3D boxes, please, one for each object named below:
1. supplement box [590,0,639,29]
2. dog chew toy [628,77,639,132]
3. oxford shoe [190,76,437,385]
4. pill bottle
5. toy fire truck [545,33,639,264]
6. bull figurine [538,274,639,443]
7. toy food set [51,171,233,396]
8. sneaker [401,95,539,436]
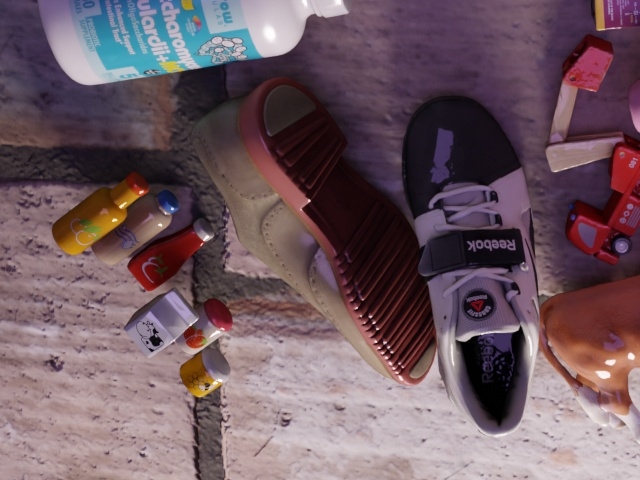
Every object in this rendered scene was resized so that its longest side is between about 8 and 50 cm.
[{"bbox_3d":[0.287,-0.220,1.165,0.083,0.055,0.043,-4,113,10],"label":"supplement box"},{"bbox_3d":[0.429,-0.147,1.091,0.331,0.206,0.207,-11,110,23],"label":"dog chew toy"},{"bbox_3d":[0.000,0.000,1.280,0.130,0.123,0.348,-13,115,42],"label":"oxford shoe"},{"bbox_3d":[-0.109,-0.229,1.163,0.264,0.146,0.146,-8,111,11],"label":"pill bottle"},{"bbox_3d":[0.265,-0.083,1.227,0.135,0.047,0.192,24,114,-2],"label":"toy fire truck"},{"bbox_3d":[0.368,0.087,1.245,0.310,0.101,0.189,-14,105,24],"label":"bull figurine"},{"bbox_3d":[-0.147,0.035,1.294,0.104,0.111,0.232,-35,101,19],"label":"toy food set"},{"bbox_3d":[0.154,0.028,1.218,0.122,0.146,0.331,-12,100,3],"label":"sneaker"}]
